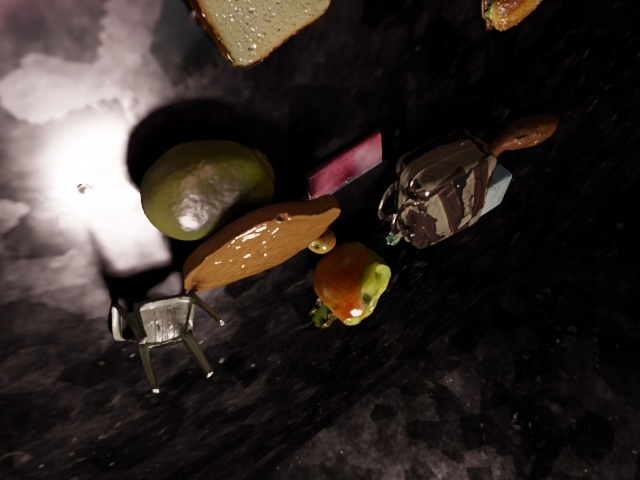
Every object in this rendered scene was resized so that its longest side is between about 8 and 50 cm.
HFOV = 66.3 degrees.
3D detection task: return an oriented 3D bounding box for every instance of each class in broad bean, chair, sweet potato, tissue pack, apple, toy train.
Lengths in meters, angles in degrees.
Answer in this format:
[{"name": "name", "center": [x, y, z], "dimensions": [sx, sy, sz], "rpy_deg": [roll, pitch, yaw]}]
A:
[{"name": "broad bean", "center": [-0.220, -0.099, 0.991], "dimensions": [0.290, 0.119, 0.238], "rpy_deg": [-6, 139, -43]}, {"name": "chair", "center": [-0.375, 0.220, 1.170], "dimensions": [0.203, 0.274, 0.191], "rpy_deg": [-7, 116, -32]}, {"name": "sweet potato", "center": [0.649, -0.342, 1.639], "dimensions": [0.385, 0.109, 0.109], "rpy_deg": [-26, 148, -11]}, {"name": "tissue pack", "center": [0.570, -0.154, 1.815], "dimensions": [0.263, 0.089, 0.177], "rpy_deg": [-32, 150, -17]}, {"name": "apple", "center": [0.105, 0.128, 1.520], "dimensions": [0.226, 0.246, 0.246], "rpy_deg": [-44, 150, 2]}, {"name": "apple", "center": [0.000, 0.000, 1.397], "dimensions": [0.071, 0.083, 0.084], "rpy_deg": [-52, 163, -41]}, {"name": "toy train", "center": [0.051, 0.219, 1.742], "dimensions": [0.137, 0.090, 0.226], "rpy_deg": [-23, 152, -45]}, {"name": "toy train", "center": [0.263, -0.020, 1.709], "dimensions": [0.053, 0.033, 0.083], "rpy_deg": [-5, 135, -52]}]

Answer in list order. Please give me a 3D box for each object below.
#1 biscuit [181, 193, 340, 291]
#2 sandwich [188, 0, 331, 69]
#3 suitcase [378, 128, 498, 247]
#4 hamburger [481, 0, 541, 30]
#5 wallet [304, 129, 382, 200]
[{"name": "biscuit", "center": [-0.145, 0.022, 1.165], "dimensions": [0.364, 0.062, 0.385], "rpy_deg": [-16, 164, -40]}, {"name": "sandwich", "center": [-0.095, -0.398, 0.786], "dimensions": [0.214, 0.065, 0.186], "rpy_deg": [-39, 150, -1]}, {"name": "suitcase", "center": [0.329, -0.143, 1.467], "dimensions": [0.339, 0.194, 0.352], "rpy_deg": [-26, 147, -11]}, {"name": "hamburger", "center": [0.451, -0.568, 1.132], "dimensions": [0.166, 0.087, 0.137], "rpy_deg": [-42, 149, 4]}, {"name": "wallet", "center": [0.063, -0.190, 1.274], "dimensions": [0.232, 0.025, 0.119], "rpy_deg": [-33, 149, -12]}]
